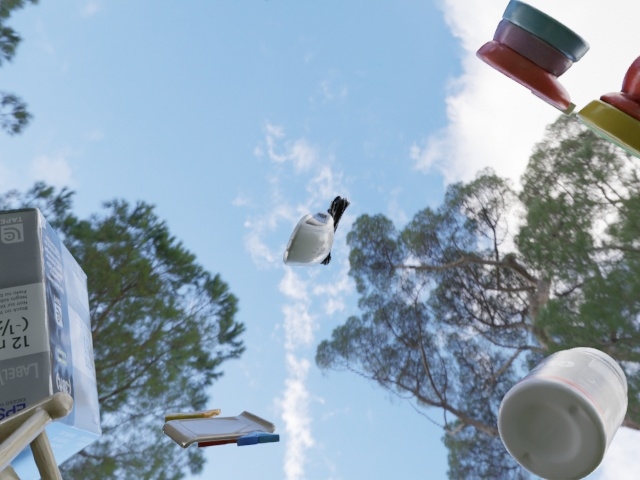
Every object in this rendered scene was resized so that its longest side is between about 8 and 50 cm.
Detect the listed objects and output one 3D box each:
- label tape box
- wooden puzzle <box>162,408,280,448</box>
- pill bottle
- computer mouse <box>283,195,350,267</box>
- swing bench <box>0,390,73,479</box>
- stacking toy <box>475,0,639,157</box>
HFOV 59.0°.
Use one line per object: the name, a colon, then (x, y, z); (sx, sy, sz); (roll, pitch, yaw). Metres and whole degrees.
label tape box: (-0.337, 0.171, 0.663); (0.115, 0.249, 0.347); (-11, -110, -14)
wooden puzzle: (-0.081, 0.150, 0.446); (0.079, 0.116, 0.014); (0, -95, -23)
pill bottle: (0.427, 0.280, 0.969); (0.161, 0.283, 0.161); (4, -84, 36)
computer mouse: (0.000, 0.000, 0.734); (0.042, 0.193, 0.106); (25, -75, 8)
swing bench: (-0.297, 0.231, 0.319); (0.255, 0.253, 0.165); (-9, -78, 8)
stacking toy: (0.401, -0.236, 0.815); (0.309, 0.279, 0.130); (44, -65, 28)
